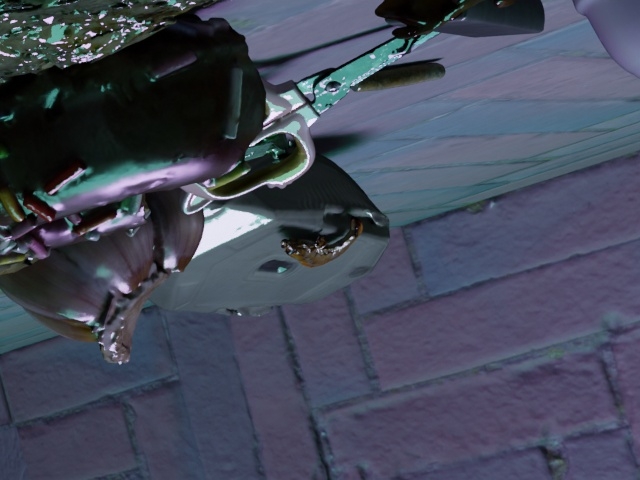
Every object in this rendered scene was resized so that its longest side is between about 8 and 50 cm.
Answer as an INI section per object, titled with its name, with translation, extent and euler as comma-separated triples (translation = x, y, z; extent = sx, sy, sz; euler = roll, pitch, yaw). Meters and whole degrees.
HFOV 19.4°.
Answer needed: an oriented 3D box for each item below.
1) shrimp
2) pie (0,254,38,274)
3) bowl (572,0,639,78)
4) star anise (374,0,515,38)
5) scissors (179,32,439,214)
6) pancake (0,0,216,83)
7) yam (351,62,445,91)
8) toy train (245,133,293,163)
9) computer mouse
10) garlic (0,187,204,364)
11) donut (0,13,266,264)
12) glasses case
[shrimp]
translation = 0.000, 0.000, 2.154
extent = 0.091, 0.025, 0.127
euler = -37, 159, 23
[pie]
translation = -0.403, 0.002, 1.761
extent = 0.339, 0.077, 0.339
euler = -4, -177, 0
[bowl]
translation = 0.351, -0.202, 1.527
extent = 0.287, 0.144, 0.287
euler = -15, 176, -1
[star anise]
translation = 0.120, -0.199, 1.367
extent = 0.168, 0.057, 0.168
euler = -25, 175, -2
[scissors]
translation = -0.013, -0.125, 1.658
extent = 0.317, 0.024, 0.160
euler = -29, 136, 13
[pancake]
translation = -0.185, -0.135, 1.152
extent = 0.282, 0.049, 0.282
euler = -14, 176, -1
[yam]
translation = 0.077, -0.162, 1.858
extent = 0.116, 0.021, 0.021
euler = -11, 174, -36
[toy train]
translation = -0.080, -0.103, 1.754
extent = 0.099, 0.081, 0.149
euler = -16, -179, -4
[computer mouse]
translation = -0.087, -0.023, 2.230
extent = 0.228, 0.145, 0.429
euler = -36, 156, 30
[garlic]
translation = -0.234, -0.002, 1.935
extent = 0.214, 0.191, 0.160
euler = -53, 163, 0
[donut]
translation = -0.210, -0.064, 1.436
extent = 0.259, 0.136, 0.345
euler = -16, 175, -29
[glasses case]
translation = 0.121, -0.190, 1.539
extent = 0.072, 0.042, 0.190
euler = -10, 178, 26
